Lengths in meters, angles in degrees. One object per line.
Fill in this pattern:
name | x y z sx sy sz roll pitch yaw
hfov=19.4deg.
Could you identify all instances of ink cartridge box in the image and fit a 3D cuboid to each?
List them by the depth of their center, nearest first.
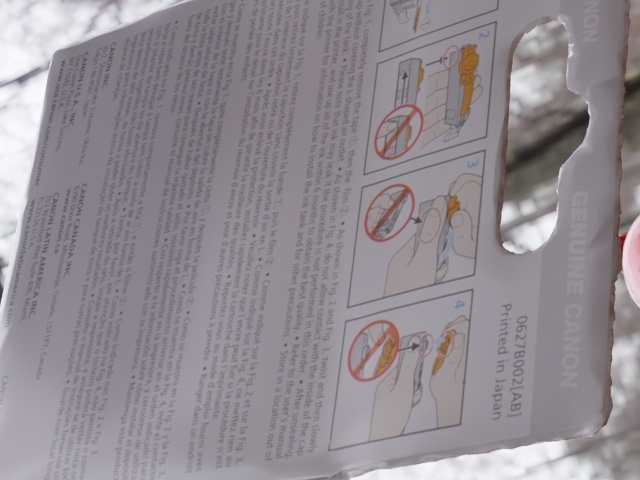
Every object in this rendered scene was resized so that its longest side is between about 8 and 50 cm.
ink cartridge box | 0.000 0.000 0.543 0.056 0.224 0.181 38 -130 -44

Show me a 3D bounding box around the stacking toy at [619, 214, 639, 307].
stacking toy | 0.277 -0.037 1.016 0.130 0.309 0.279 47 -162 12
